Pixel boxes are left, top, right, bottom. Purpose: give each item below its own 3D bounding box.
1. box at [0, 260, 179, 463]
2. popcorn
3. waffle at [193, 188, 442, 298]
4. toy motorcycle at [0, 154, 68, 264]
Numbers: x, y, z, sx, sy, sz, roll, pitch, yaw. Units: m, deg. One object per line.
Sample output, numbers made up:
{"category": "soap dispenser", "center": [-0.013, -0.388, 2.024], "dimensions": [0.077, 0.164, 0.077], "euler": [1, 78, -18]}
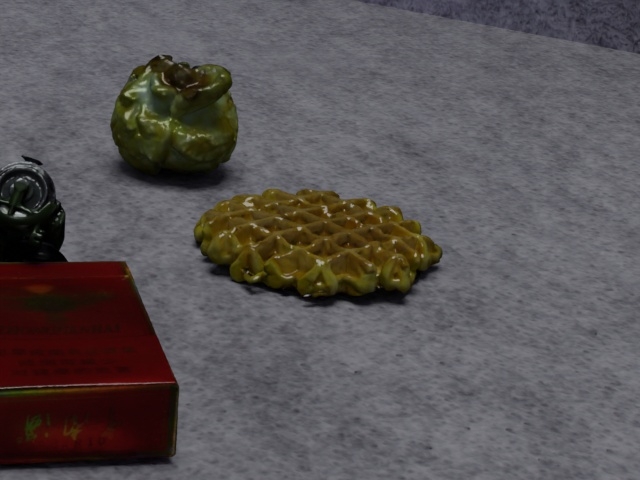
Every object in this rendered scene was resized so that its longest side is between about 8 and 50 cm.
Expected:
{"category": "box", "center": [-0.270, 0.117, 1.730], "dimensions": [0.197, 0.089, 0.313], "euler": [-1, 22, -15]}
{"category": "popcorn", "center": [-0.197, -0.184, 2.414], "dimensions": [0.198, 0.212, 0.198], "euler": [12, 51, -15]}
{"category": "waffle", "center": [-0.011, -0.002, 2.163], "dimensions": [0.329, 0.062, 0.329], "euler": [6, 21, -2]}
{"category": "toy motorcycle", "center": [-0.406, -0.028, 1.913], "dimensions": [0.275, 0.127, 0.205], "euler": [17, -21, -3]}
